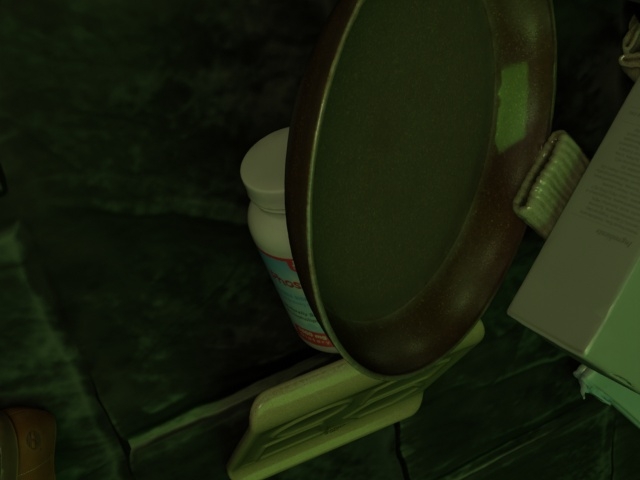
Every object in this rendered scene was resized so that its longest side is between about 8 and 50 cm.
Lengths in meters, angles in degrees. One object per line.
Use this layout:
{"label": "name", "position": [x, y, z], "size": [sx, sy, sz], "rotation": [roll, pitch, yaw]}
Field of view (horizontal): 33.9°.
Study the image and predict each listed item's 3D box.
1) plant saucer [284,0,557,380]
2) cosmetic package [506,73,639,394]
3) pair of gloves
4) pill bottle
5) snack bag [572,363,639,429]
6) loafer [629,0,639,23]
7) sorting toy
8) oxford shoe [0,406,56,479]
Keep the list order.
{"label": "plant saucer", "position": [0.068, -0.063, 0.688], "size": [0.310, 0.050, 0.310], "rotation": [-30, 128, -48]}
{"label": "cosmetic package", "position": [0.246, -0.012, 0.770], "size": [0.117, 0.085, 0.231], "rotation": [32, 89, -41]}
{"label": "pair of gloves", "position": [0.259, -0.063, 0.840], "size": [0.240, 0.042, 0.204], "rotation": [-54, 136, -14]}
{"label": "pill bottle", "position": [0.000, 0.000, 0.742], "size": [0.087, 0.087, 0.160], "rotation": [-30, 133, -8]}
{"label": "snack bag", "position": [0.451, 0.087, 1.120], "size": [0.342, 0.037, 0.323], "rotation": [-47, 133, 7]}
{"label": "loafer", "position": [0.225, -0.184, 0.719], "size": [0.302, 0.109, 0.095], "rotation": [14, 107, -39]}
{"label": "sorting toy", "position": [0.019, 0.126, 0.844], "size": [0.193, 0.038, 0.208], "rotation": [-20, 159, -18]}
{"label": "oxford shoe", "position": [-0.221, 0.222, 0.751], "size": [0.076, 0.076, 0.212], "rotation": [1, 101, -55]}
